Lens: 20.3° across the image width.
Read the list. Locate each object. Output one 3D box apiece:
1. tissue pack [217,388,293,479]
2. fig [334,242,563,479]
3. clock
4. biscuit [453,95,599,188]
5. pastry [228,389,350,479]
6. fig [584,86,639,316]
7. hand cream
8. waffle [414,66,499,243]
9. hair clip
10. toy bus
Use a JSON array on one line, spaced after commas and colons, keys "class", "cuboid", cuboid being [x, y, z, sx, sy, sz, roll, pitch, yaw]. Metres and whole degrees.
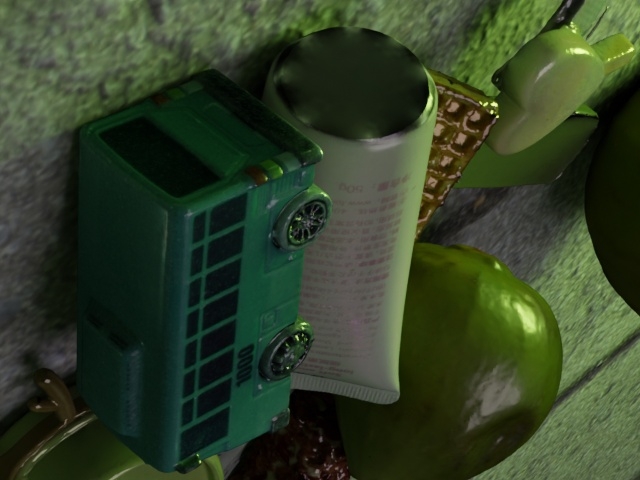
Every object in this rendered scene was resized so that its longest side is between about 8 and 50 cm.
[{"class": "tissue pack", "cuboid": [-0.108, 0.174, 1.573, 0.122, 0.026, 0.193, -55, 153, 19]}, {"class": "fig", "cuboid": [0.112, 0.118, 1.590, 0.207, 0.207, 0.230, -14, 107, -49]}, {"class": "clock", "cuboid": [-0.178, 0.207, 1.405, 0.235, 0.096, 0.308, -20, 137, -36]}, {"class": "biscuit", "cuboid": [0.151, -0.088, 1.568, 0.322, 0.038, 0.099, -5, 137, -56]}, {"class": "pastry", "cuboid": [-0.030, 0.230, 1.703, 0.115, 0.097, 0.208, -11, 138, -43]}, {"class": "fig", "cuboid": [0.437, -0.033, 1.754, 0.343, 0.343, 0.343, -36, 154, -21]}, {"class": "hand cream", "cuboid": [0.000, 0.000, 1.351, 0.359, 0.185, 0.118, 104, -6, -48]}, {"class": "waffle", "cuboid": [0.062, -0.068, 1.403, 0.102, 0.042, 0.148, 19, 117, -29]}, {"class": "hair clip", "cuboid": [0.206, -0.163, 1.467, 0.218, 0.071, 0.159, -57, 152, 9]}, {"class": "toy bus", "cuboid": [-0.090, 0.030, 1.221, 0.147, 0.128, 0.256, -25, 138, -34]}]
